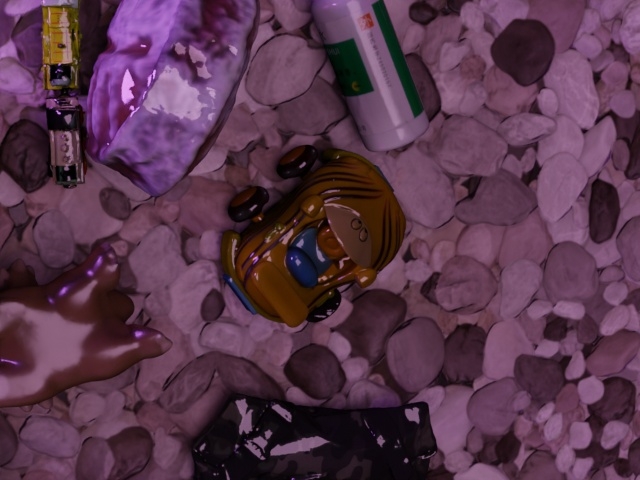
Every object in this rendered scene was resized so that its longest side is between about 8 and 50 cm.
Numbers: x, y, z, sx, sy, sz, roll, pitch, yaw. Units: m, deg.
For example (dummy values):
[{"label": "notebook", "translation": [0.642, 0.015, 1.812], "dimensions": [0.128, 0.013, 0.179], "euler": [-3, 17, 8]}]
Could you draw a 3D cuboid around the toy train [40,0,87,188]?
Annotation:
[{"label": "toy train", "translation": [-0.302, -0.183, 1.700], "dimensions": [0.053, 0.085, 0.249], "euler": [-1, 100, -6]}]

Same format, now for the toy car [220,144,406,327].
[{"label": "toy car", "translation": [0.000, 0.000, 1.826], "dimensions": [0.248, 0.142, 0.200], "euler": [-43, 113, -9]}]

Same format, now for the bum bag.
[{"label": "bum bag", "translation": [-0.003, 0.270, 1.902], "dimensions": [0.340, 0.095, 0.144], "euler": [4, 105, -18]}]

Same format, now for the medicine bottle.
[{"label": "medicine bottle", "translation": [0.055, -0.244, 1.834], "dimensions": [0.095, 0.095, 0.260], "euler": [-27, 109, -17]}]

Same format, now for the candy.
[{"label": "candy", "translation": [-0.176, -0.201, 1.676], "dimensions": [0.157, 0.214, 0.289], "euler": [25, 77, -22]}]

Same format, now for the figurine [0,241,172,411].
[{"label": "figurine", "translation": [-0.326, 0.104, 1.692], "dimensions": [0.247, 0.173, 0.177], "euler": [-31, 99, -6]}]
